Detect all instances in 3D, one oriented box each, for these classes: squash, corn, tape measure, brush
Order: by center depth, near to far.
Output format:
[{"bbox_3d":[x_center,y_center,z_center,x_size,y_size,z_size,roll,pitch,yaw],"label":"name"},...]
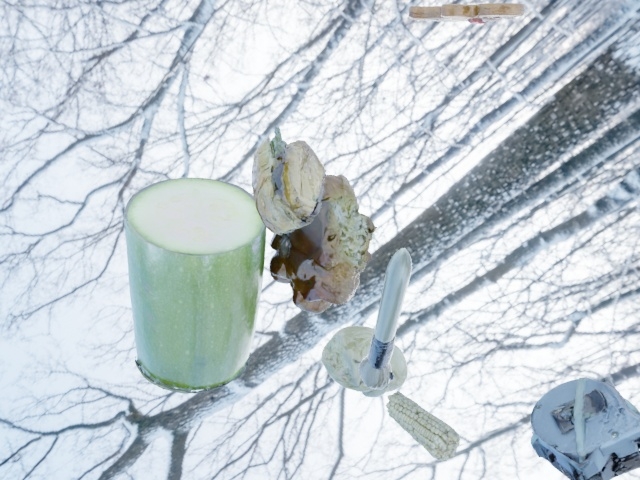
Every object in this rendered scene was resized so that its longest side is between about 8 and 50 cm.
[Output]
[{"bbox_3d":[0.225,0.162,0.478,0.054,0.091,0.094,54,-177,-18],"label":"tape measure"},{"bbox_3d":[0.070,0.093,0.590,0.039,0.299,0.042,-17,-121,-13],"label":"brush"},{"bbox_3d":[-0.245,0.098,1.138,0.263,0.384,0.263,7,-144,-5],"label":"squash"},{"bbox_3d":[0.252,0.463,1.417,0.087,0.087,0.211,7,-164,-43],"label":"corn"}]

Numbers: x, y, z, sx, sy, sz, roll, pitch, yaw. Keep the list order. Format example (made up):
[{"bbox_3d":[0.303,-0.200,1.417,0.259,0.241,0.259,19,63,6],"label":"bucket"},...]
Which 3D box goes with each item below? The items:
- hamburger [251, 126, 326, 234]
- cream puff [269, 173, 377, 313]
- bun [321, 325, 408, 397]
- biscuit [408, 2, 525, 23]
[{"bbox_3d":[-0.056,-0.087,0.746,0.102,0.087,0.176,53,-154,-25],"label":"hamburger"},{"bbox_3d":[0.000,0.000,1.102,0.155,0.268,0.241,20,-175,-43],"label":"cream puff"},{"bbox_3d":[0.112,0.333,1.516,0.116,0.237,0.209,-60,-31,-55],"label":"bun"},{"bbox_3d":[0.296,-0.452,1.136,0.166,0.036,0.250,-12,-157,-31],"label":"biscuit"}]
